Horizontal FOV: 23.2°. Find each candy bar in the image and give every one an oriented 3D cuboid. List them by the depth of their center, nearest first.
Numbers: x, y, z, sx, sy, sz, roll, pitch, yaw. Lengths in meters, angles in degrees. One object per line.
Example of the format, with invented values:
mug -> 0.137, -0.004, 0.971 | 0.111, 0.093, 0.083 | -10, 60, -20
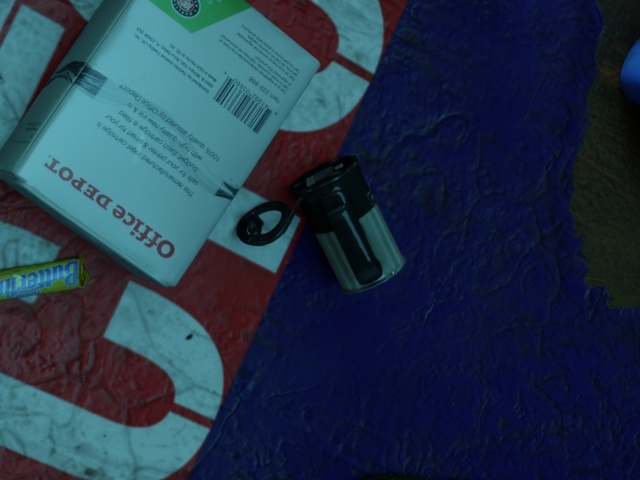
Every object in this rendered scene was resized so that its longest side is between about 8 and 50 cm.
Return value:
candy bar -> -0.317, 0.044, 1.616 | 0.161, 0.018, 0.040 | -9, 99, -24

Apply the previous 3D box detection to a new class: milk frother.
milk frother -> 0.000, 0.000, 1.732 | 0.143, 0.129, 0.134 | -20, 107, 22

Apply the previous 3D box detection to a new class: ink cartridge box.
ink cartridge box -> -0.173, -0.128, 1.611 | 0.211, 0.121, 0.289 | 38, 78, -23

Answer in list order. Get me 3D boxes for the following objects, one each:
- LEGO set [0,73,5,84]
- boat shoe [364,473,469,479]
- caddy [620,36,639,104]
LEGO set -> -0.399, -0.085, 1.487 | 0.182, 0.060, 0.244 | -9, 128, -25
boat shoe -> 0.128, 0.321, 1.830 | 0.190, 0.068, 0.072 | 10, 102, -26
caddy -> 0.542, -0.193, 1.919 | 0.341, 0.179, 0.241 | -29, 105, -20
